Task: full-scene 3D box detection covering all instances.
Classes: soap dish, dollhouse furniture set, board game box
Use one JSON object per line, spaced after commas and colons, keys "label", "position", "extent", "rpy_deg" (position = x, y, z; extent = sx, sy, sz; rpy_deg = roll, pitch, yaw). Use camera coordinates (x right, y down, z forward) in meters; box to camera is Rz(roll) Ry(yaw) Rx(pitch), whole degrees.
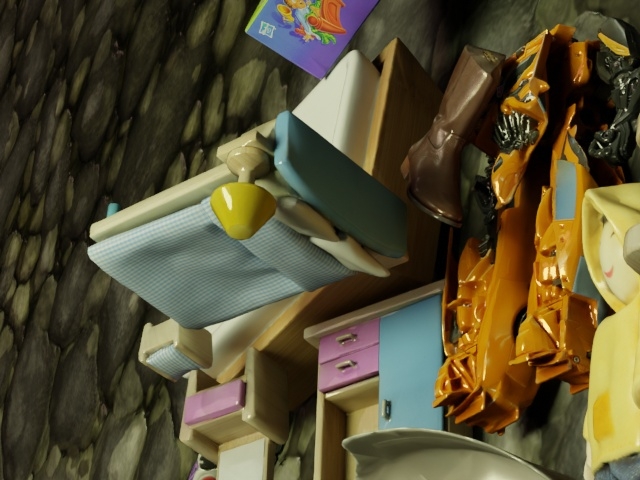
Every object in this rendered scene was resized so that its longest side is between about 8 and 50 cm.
{"label": "soap dish", "position": [0.000, 0.000, 1.599], "extent": [0.291, 0.118, 0.229], "rpy_deg": [-46, 26, 48]}
{"label": "dollhouse furniture set", "position": [-0.062, 0.093, 1.366], "extent": [0.286, 0.303, 0.198], "rpy_deg": [-21, 48, 31]}
{"label": "board game box", "position": [0.069, -0.325, 1.613], "extent": [0.233, 0.078, 0.347], "rpy_deg": [-51, 11, 41]}

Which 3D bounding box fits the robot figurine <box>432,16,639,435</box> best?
{"label": "robot figurine", "position": [0.153, -0.022, 1.331], "extent": [0.211, 0.085, 0.291], "rpy_deg": [-36, 42, 54]}

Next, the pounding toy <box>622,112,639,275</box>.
{"label": "pounding toy", "position": [0.248, 0.040, 0.948], "extent": [0.154, 0.269, 0.155], "rpy_deg": [0, 69, 25]}

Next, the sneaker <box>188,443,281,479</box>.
{"label": "sneaker", "position": [-0.089, 0.196, 1.761], "extent": [0.170, 0.068, 0.071], "rpy_deg": [-55, 22, 37]}

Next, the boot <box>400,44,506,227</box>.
{"label": "boot", "position": [0.101, -0.077, 1.337], "extent": [0.114, 0.037, 0.106], "rpy_deg": [-59, 29, 19]}

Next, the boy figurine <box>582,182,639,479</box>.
{"label": "boy figurine", "position": [0.187, 0.096, 1.130], "extent": [0.177, 0.092, 0.285], "rpy_deg": [104, 174, -78]}

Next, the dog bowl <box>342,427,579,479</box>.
{"label": "dog bowl", "position": [0.078, 0.277, 1.035], "extent": [0.348, 0.102, 0.349], "rpy_deg": [-8, 79, 43]}
